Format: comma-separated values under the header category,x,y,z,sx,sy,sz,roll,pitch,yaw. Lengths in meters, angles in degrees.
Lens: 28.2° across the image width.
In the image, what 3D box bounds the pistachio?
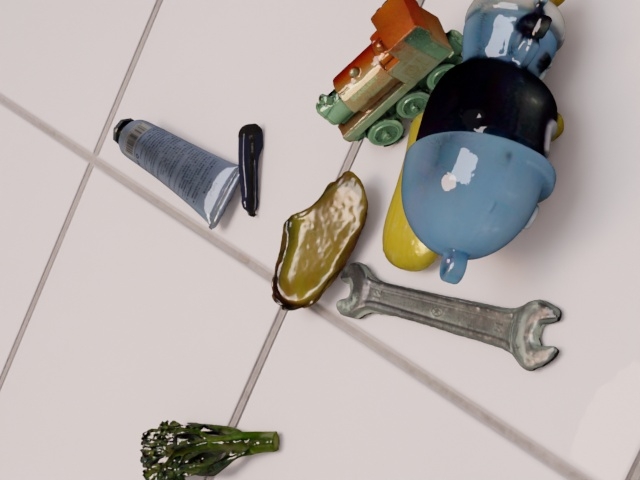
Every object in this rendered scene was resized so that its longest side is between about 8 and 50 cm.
category,x,y,z,sx,sy,sz,roll,pitch,yaw
pistachio,0.000,0.000,1.424,0.089,0.049,0.173,37,101,27

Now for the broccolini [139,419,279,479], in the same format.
category,x,y,z,sx,sy,sz,roll,pitch,yaw
broccolini,-0.137,0.236,1.476,0.203,0.068,0.091,-24,41,38

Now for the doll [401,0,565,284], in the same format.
category,x,y,z,sx,sy,sz,roll,pitch,yaw
doll,0.165,-0.105,1.225,0.177,0.141,0.314,143,147,-72

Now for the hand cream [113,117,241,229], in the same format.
category,x,y,z,sx,sy,sz,roll,pitch,yaw
hand cream,-0.191,-0.098,1.653,0.256,0.055,0.088,32,92,44

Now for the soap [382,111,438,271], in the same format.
category,x,y,z,sx,sy,sz,roll,pitch,yaw
soap,0.110,-0.050,1.338,0.089,0.033,0.168,15,87,45

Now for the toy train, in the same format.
category,x,y,z,sx,sy,sz,roll,pitch,yaw
toy train,0.070,-0.174,1.359,0.176,0.118,0.074,-39,49,28

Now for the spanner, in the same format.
category,x,y,z,sx,sy,sz,roll,pitch,yaw
spanner,0.123,0.074,1.296,0.302,0.017,0.071,10,84,46

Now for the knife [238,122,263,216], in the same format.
category,x,y,z,sx,sy,sz,roll,pitch,yaw
knife,-0.086,-0.086,1.559,0.018,0.031,0.121,-12,74,43
